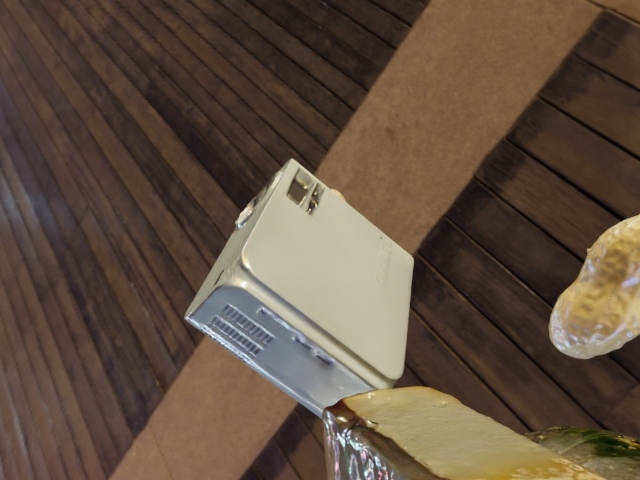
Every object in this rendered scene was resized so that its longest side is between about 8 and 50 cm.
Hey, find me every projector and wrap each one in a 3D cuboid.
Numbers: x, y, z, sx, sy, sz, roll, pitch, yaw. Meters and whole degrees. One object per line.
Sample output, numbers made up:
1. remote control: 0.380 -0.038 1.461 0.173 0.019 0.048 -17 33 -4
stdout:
1. projector: -0.011 0.048 0.668 0.108 0.198 0.250 -43 15 31

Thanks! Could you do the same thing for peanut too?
1. peanut: 0.525 0.081 1.094 0.149 0.149 0.313 41 114 42

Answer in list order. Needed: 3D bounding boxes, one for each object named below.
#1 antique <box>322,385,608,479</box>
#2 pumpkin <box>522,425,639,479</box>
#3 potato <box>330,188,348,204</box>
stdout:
1. antique: 0.110 0.196 0.412 0.284 0.125 0.150 172 93 -69
2. pumpkin: 0.308 0.422 0.746 0.455 0.454 0.343 -2 114 43
3. potato: 0.001 0.003 0.861 0.112 0.112 0.146 6 111 44
